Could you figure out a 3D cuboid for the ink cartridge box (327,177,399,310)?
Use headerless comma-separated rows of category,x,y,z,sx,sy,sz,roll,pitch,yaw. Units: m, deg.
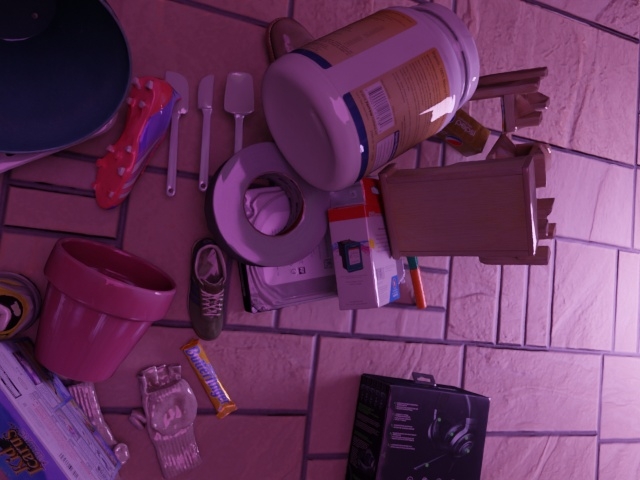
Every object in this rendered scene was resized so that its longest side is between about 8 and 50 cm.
ink cartridge box,0.081,0.004,1.008,0.134,0.077,0.231,-5,88,-65

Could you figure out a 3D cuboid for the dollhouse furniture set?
dollhouse furniture set,0.313,-0.118,1.087,0.394,0.256,0.363,-43,126,-54

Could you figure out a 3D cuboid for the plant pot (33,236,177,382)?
plant pot,-0.360,0.116,0.872,0.201,0.201,0.180,26,93,-19

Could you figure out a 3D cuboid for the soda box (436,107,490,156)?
soda box,0.293,-0.264,1.222,0.181,0.058,0.061,31,77,-19

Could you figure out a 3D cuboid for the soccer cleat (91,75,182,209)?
soccer cleat,-0.319,-0.166,0.955,0.095,0.083,0.248,18,93,-61

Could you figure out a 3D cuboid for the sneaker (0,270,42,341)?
sneaker,-0.621,0.121,0.778,0.384,0.147,0.145,-16,95,-21

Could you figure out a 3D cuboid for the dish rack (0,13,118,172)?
dish rack,-0.524,-0.284,0.881,0.285,0.072,0.333,-28,98,-20

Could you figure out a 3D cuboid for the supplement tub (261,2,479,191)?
supplement tub,0.086,-0.246,0.903,0.316,0.228,0.229,-32,99,-23

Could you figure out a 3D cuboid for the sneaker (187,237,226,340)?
sneaker,-0.204,0.089,0.982,0.064,0.086,0.192,-2,88,-22

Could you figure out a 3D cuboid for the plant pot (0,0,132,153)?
plant pot,-0.433,-0.296,0.759,0.289,0.290,0.196,-13,54,-22

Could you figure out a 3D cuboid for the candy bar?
candy bar,-0.209,0.256,1.009,0.040,0.018,0.162,-30,99,-21

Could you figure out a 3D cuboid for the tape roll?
tape roll,-0.094,-0.061,0.974,0.219,0.072,0.220,1,87,-23

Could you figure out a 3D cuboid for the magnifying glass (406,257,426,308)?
magnifying glass,0.195,0.035,1.163,0.026,0.092,0.231,-12,102,16

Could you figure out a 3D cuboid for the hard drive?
hard drive,0.000,0.000,1.086,0.338,0.064,0.237,-8,90,-23

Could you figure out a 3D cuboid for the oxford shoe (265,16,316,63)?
oxford shoe,0.021,-0.298,1.072,0.123,0.130,0.348,-39,102,-19

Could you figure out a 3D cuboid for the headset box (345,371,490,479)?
headset box,0.196,0.416,1.105,0.246,0.131,0.284,12,83,-21

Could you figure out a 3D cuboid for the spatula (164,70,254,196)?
spatula,-0.208,-0.198,1.001,0.168,0.019,0.242,1,80,-8

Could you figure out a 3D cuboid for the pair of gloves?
pair of gloves,-0.331,0.331,0.942,0.239,0.042,0.205,-8,90,-23

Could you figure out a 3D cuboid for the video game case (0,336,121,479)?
video game case,-0.402,0.268,0.779,0.061,0.244,0.270,-36,92,-14
